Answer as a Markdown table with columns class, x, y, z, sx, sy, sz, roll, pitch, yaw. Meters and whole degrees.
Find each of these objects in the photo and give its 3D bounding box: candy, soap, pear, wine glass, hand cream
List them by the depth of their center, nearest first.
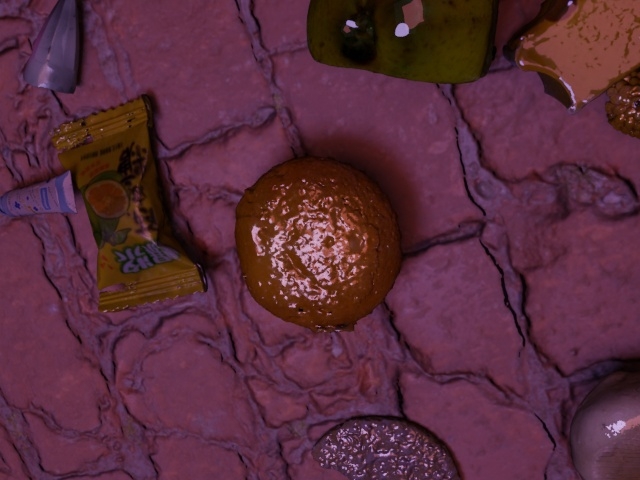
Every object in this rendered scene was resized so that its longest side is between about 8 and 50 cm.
| class | x | y | z | sx | sy | sz | roll | pitch | yaw |
| --- | --- | --- | --- | --- | --- | --- | --- | --- | --- |
| soap | 0.322 | -0.249 | 0.738 | 0.259 | 0.281 | 0.143 | -36 | 98 | 20 |
| pear | 0.081 | -0.268 | 0.803 | 0.238 | 0.255 | 0.164 | 11 | 109 | 14 |
| wine glass | -0.367 | -0.292 | 0.991 | 0.073 | 0.073 | 0.155 | 21 | 106 | 6 |
| candy | -0.285 | -0.048 | 1.037 | 0.187 | 0.081 | 0.298 | -14 | 89 | 18 |
| hand cream | -0.427 | -0.062 | 1.062 | 0.170 | 0.043 | 0.065 | -7 | 96 | 31 |

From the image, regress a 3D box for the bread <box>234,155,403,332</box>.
| class | x | y | z | sx | sy | sz | roll | pitch | yaw |
| --- | --- | --- | --- | --- | --- | --- | --- | --- | --- |
| bread | -0.001 | -0.001 | 0.953 | 0.239 | 0.139 | 0.240 | 3 | 106 | 11 |

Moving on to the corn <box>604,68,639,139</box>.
| class | x | y | z | sx | sy | sz | roll | pitch | yaw |
| --- | --- | --- | --- | --- | --- | --- | --- | --- | --- |
| corn | 0.481 | -0.138 | 0.832 | 0.292 | 0.106 | 0.107 | 12 | 108 | 11 |

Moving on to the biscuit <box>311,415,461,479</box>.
| class | x | y | z | sx | sy | sz | roll | pitch | yaw |
| --- | --- | --- | --- | --- | --- | --- | --- | --- | --- |
| biscuit | 0.118 | 0.339 | 1.081 | 0.249 | 0.032 | 0.133 | 27 | 108 | 5 |

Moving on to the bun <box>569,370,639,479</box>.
| class | x | y | z | sx | sy | sz | roll | pitch | yaw |
| --- | --- | --- | --- | --- | --- | --- | --- | --- | --- |
| bun | 0.434 | 0.251 | 0.933 | 0.230 | 0.133 | 0.231 | 0 | 128 | 0 |
